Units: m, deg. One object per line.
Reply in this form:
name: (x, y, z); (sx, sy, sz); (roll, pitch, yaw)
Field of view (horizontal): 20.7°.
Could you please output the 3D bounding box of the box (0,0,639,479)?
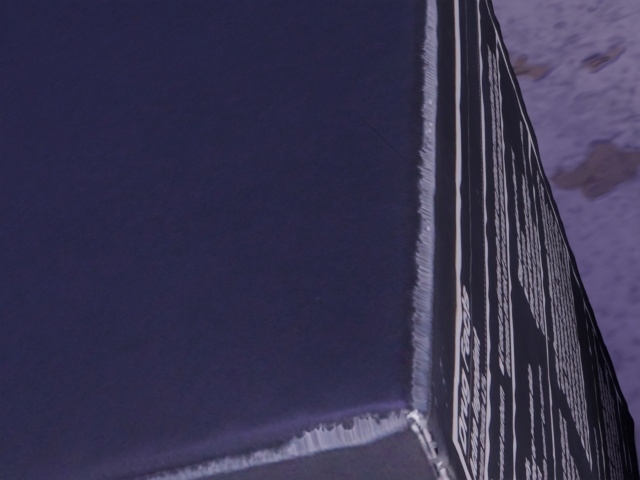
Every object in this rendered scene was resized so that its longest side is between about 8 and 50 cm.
box: (-0.003, 0.074, 0.579); (0.183, 0.294, 0.296); (-13, 35, 14)
